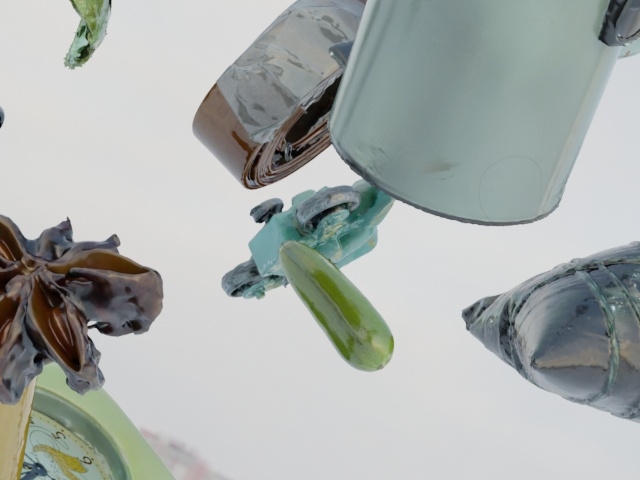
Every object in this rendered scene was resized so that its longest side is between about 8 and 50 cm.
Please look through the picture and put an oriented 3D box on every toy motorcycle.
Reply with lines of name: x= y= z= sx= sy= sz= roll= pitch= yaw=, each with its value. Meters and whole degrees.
toy motorcycle: x=0.001 y=-0.001 z=2.266 sx=0.109 sy=0.198 sz=0.296 roll=67 pitch=-30 yaw=14

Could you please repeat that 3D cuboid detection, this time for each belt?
belt: x=-0.012 y=-0.171 z=1.878 sx=0.105 sy=0.261 sz=0.184 roll=45 pitch=-23 yaw=17

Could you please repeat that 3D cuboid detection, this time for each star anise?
star anise: x=-0.242 y=0.054 z=1.526 sx=0.220 sy=0.190 sz=0.126 roll=34 pitch=-19 yaw=33

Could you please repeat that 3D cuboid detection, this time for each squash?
squash: x=0.016 y=0.073 z=2.037 sx=0.201 sy=0.066 sz=0.066 roll=49 pitch=0 yaw=29

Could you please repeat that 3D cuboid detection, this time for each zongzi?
zongzi: x=0.364 y=0.121 z=2.168 sx=0.383 sy=0.319 sz=0.362 roll=2 pitch=9 yaw=4

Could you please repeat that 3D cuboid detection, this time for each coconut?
coconut: x=-0.241 y=-0.256 z=1.810 sx=0.055 sy=0.133 sz=0.158 roll=4 pitch=-17 yaw=-2

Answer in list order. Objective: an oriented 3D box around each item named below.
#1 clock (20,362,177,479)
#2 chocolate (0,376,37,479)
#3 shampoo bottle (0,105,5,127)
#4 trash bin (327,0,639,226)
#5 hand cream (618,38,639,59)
clock: x=-0.346 y=0.287 z=2.137 sx=0.286 sy=0.117 sz=0.348 roll=49 pitch=26 yaw=21
chocolate: x=-0.381 y=0.200 z=1.817 sx=0.162 sy=0.445 sz=0.162 roll=10 pitch=31 yaw=-6
shampoo bottle: x=-0.411 y=-0.173 z=1.723 sx=0.234 sy=0.049 sz=0.087 roll=37 pitch=-7 yaw=-39
trash bin: x=0.143 y=-0.179 z=1.488 sx=0.217 sy=0.262 sz=0.277 roll=-18 pitch=46 yaw=-44
hand cream: x=0.217 y=-0.196 z=1.804 sx=0.331 sy=0.058 sz=0.085 roll=-13 pitch=6 yaw=-27
